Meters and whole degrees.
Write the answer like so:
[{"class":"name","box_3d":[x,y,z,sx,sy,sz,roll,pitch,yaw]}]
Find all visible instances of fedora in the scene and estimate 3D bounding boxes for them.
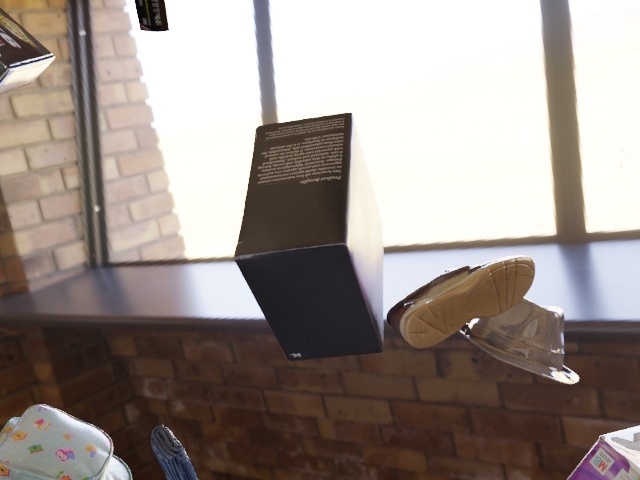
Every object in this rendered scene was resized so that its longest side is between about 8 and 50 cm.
[{"class":"fedora","box_3d":[0.391,0.170,1.391,0.244,0.124,0.275,20,2,2]}]

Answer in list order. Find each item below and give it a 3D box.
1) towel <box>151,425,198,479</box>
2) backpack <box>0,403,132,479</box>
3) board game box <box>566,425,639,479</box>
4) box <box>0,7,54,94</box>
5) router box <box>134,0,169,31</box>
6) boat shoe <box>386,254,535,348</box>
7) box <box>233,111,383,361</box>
[{"class":"towel","box_3d":[-0.160,0.271,0.820,0.029,0.119,0.067,-29,30,-23]},{"class":"backpack","box_3d":[-0.332,0.309,0.901,0.188,0.144,0.166,31,13,-10]},{"class":"board game box","box_3d":[0.291,0.338,0.725,0.144,0.275,0.142,4,32,-42]},{"class":"box","box_3d":[-0.403,-0.248,0.755,0.051,0.220,0.175,-44,16,9]},{"class":"router box","box_3d":[-0.206,-0.330,0.871,0.038,0.122,0.092,-2,-15,-9]},{"class":"boat shoe","box_3d":[0.236,0.087,1.204,0.285,0.102,0.092,-25,29,-24]},{"class":"box","box_3d":[0.000,0.000,1.204,0.183,0.296,0.294,-6,49,13]}]
